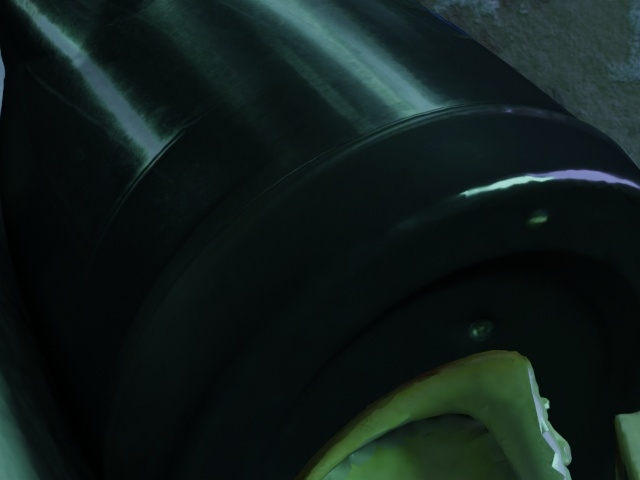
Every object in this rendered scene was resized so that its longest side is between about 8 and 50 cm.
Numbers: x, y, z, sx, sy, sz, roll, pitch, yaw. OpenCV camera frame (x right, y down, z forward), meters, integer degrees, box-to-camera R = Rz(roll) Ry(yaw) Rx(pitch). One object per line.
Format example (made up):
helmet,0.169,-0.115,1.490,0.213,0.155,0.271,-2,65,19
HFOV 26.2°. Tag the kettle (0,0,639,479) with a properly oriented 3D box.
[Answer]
kettle,0.000,0.000,0.613,0.321,0.228,0.324,33,12,-45

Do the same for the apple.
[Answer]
apple,0.039,0.172,0.342,0.193,0.120,0.265,79,-3,-64

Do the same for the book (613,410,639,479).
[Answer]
book,0.126,0.238,0.382,0.228,0.018,0.322,-101,180,-57
